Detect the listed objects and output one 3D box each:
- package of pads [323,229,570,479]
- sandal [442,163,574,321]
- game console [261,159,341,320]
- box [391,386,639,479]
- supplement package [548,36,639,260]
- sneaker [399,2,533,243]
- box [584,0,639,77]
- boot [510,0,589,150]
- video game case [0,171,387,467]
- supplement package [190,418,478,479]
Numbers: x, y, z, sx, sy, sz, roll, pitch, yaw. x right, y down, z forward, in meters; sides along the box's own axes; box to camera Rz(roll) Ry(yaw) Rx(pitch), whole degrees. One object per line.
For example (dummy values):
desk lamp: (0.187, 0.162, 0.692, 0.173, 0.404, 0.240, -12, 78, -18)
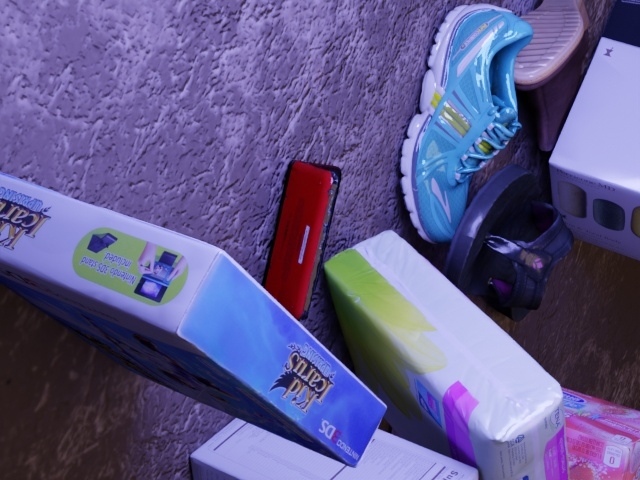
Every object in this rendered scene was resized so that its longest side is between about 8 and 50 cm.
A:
package of pads: (0.134, 0.155, 1.139, 0.101, 0.296, 0.229, -31, 137, -14)
sandal: (0.259, 0.019, 1.362, 0.167, 0.107, 0.446, -63, 157, 1)
game console: (0.000, 0.000, 1.072, 0.085, 0.124, 0.143, 9, 98, -30)
box: (0.250, 0.255, 1.352, 0.154, 0.300, 0.142, -9, 109, -55)
supplement package: (0.445, -0.110, 1.520, 0.198, 0.199, 0.262, -64, 160, -13)
sneaker: (0.163, -0.125, 1.227, 0.107, 0.110, 0.275, -3, 108, -55)
box: (0.511, -0.259, 1.690, 0.261, 0.103, 0.184, 38, 75, -55)
boot: (0.287, -0.194, 1.372, 0.248, 0.090, 0.206, -59, 149, -44)
video game case: (-0.111, 0.058, 0.783, 0.061, 0.244, 0.269, -61, 145, -15)
supplement package: (0.014, 0.264, 1.061, 0.139, 0.244, 0.133, -34, 131, -43)
